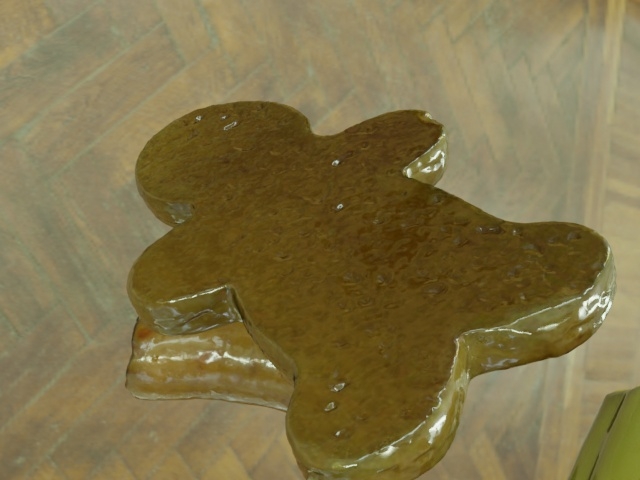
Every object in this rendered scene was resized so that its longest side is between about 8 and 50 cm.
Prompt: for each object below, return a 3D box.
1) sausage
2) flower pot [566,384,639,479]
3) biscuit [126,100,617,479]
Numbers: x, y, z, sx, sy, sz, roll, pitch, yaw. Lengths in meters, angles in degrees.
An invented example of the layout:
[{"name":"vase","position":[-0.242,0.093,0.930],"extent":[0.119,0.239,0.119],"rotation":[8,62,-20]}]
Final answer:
[{"name":"sausage","position":[-0.069,0.134,1.002],"extent":[0.109,0.271,0.108],"rotation":[8,90,-82]},{"name":"flower pot","position":[0.246,0.194,0.626],"extent":[0.195,0.195,0.179],"rotation":[33,64,-44]},{"name":"biscuit","position":[0.000,0.001,0.706],"extent":[0.283,0.432,0.064],"rotation":[-33,130,-21]}]
